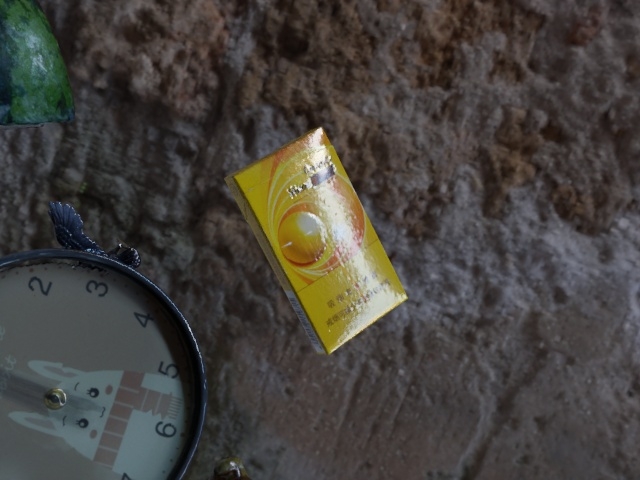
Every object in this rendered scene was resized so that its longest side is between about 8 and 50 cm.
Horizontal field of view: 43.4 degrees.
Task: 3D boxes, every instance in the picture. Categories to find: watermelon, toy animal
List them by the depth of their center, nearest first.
[{"bbox_3d":[-0.433,-0.181,0.729,0.293,0.283,0.250,-27,166,16],"label":"watermelon"},{"bbox_3d":[-0.304,0.035,1.094,0.108,0.062,0.220,-24,121,-25],"label":"toy animal"}]

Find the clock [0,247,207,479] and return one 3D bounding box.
[{"bbox_3d":[-0.327,0.196,0.992,0.386,0.386,0.076,-60,-166,-20],"label":"clock"}]

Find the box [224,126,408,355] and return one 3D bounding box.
[{"bbox_3d":[0.000,0.000,1.075,0.152,0.043,0.269,-34,103,-26],"label":"box"}]

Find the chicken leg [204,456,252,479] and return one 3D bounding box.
[{"bbox_3d":[-0.273,0.483,1.285,0.361,0.140,0.211,-26,174,-18],"label":"chicken leg"}]
